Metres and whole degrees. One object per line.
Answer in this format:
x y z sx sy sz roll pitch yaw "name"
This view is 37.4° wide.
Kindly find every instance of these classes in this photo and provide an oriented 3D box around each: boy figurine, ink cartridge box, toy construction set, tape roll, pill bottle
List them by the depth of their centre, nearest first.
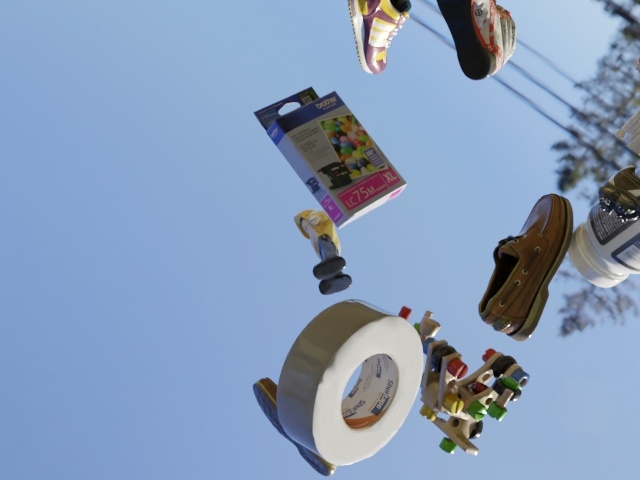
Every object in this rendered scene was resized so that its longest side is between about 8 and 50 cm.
0.044 0.194 1.301 0.219 0.219 0.072 1 -165 -46 "tape roll"
0.584 -0.037 1.703 0.162 0.278 0.162 17 -128 -22 "pill bottle"
0.250 0.312 1.968 0.309 0.237 0.257 33 -164 23 "toy construction set"
0.020 -0.192 1.989 0.186 0.065 0.311 -31 -103 -35 "ink cartridge box"
0.000 0.000 2.273 0.285 0.092 0.177 -113 2 -52 "boy figurine"

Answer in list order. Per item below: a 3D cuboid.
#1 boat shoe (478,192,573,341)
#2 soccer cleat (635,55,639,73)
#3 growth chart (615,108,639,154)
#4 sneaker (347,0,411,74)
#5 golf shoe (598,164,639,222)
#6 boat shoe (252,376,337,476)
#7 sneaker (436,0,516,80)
0.383 0.030 1.767 0.105 0.111 0.307 28 -115 -12 "boat shoe"
0.628 -0.370 1.604 0.083 0.248 0.095 43 -132 13 "soccer cleat"
0.642 -0.194 1.692 0.237 0.172 0.021 29 -150 -35 "growth chart"
0.091 -0.305 1.341 0.084 0.185 0.069 -4 -121 12 "sneaker"
0.539 -0.050 1.489 0.198 0.094 0.077 37 170 21 "golf shoe"
-0.029 0.271 1.420 0.178 0.064 0.060 47 -117 5 "boat shoe"
0.307 -0.460 1.860 0.145 0.090 0.270 -36 -65 -47 "sneaker"
